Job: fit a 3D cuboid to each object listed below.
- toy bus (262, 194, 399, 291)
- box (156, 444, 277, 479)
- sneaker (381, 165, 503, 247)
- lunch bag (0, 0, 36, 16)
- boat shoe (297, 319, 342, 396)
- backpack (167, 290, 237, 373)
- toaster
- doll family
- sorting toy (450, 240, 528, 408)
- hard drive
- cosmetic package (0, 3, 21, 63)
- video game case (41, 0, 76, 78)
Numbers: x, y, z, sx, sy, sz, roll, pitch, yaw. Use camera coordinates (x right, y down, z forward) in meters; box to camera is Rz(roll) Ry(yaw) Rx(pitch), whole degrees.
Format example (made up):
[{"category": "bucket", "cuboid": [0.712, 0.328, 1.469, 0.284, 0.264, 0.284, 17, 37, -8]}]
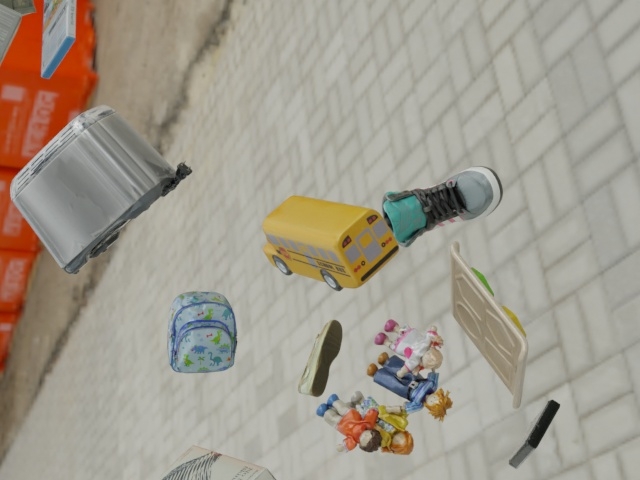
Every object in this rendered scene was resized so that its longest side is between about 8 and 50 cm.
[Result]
[{"category": "toy bus", "cuboid": [0.000, 0.000, 1.770, 0.333, 0.108, 0.130, 14, 142, 58]}, {"category": "box", "cuboid": [-0.167, 0.429, 1.646, 0.275, 0.113, 0.094, -6, 123, 56]}, {"category": "sneaker", "cuboid": [0.222, -0.068, 2.005, 0.295, 0.178, 0.123, -23, 89, 59]}, {"category": "lunch bag", "cuboid": [-0.731, -0.529, 1.893, 0.169, 0.287, 0.235, 12, 116, 57]}, {"category": "boat shoe", "cuboid": [-0.002, 0.222, 1.867, 0.048, 0.056, 0.153, 4, 72, 42]}, {"category": "backpack", "cuboid": [-0.173, 0.138, 1.452, 0.084, 0.105, 0.114, -123, 34, -66]}, {"category": "toaster", "cuboid": [-0.294, -0.074, 1.284, 0.227, 0.146, 0.129, -38, 7, 23]}, {"category": "doll family", "cuboid": [0.133, 0.267, 1.654, 0.263, 0.118, 0.163, -52, 43, -7]}, {"category": "sorting toy", "cuboid": [0.248, 0.122, 1.432, 0.193, 0.038, 0.208, 78, 165, -57]}, {"category": "hard drive", "cuboid": [0.367, 0.335, 1.688, 0.094, 0.022, 0.135, -53, -14, -24]}, {"category": "cosmetic package", "cuboid": [-0.514, -0.222, 1.371, 0.127, 0.107, 0.238, 4, 73, 69]}, {"category": "video game case", "cuboid": [-0.390, -0.341, 1.465, 0.119, 0.015, 0.166, -34, 54, 50]}]
